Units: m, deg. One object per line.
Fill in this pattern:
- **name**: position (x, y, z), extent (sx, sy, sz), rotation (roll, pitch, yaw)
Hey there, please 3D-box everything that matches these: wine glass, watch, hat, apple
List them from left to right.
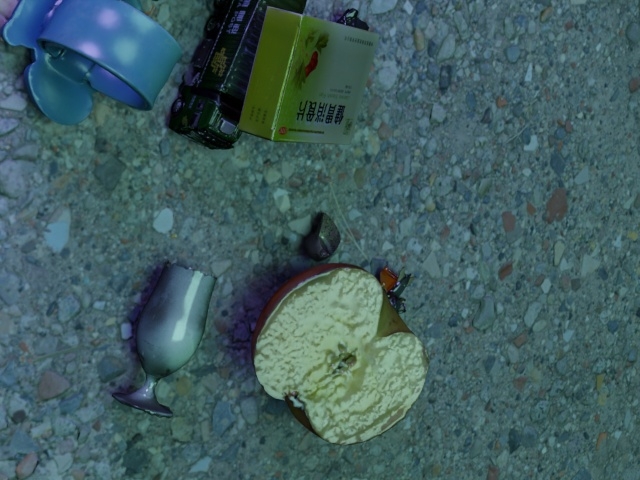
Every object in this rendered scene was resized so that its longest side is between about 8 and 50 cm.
- **watch**: position (-0.287, -0.252, 1.526), extent (0.211, 0.193, 0.211), rotation (-11, 108, -38)
- **wine glass**: position (-0.225, 0.144, 1.739), extent (0.103, 0.103, 0.222), rotation (23, 87, -39)
- **hat**: position (-0.001, -0.002, 1.920), extent (0.058, 0.042, 0.087), rotation (49, 37, -38)
- **apple**: position (0.012, 0.171, 1.889), extent (0.251, 0.163, 0.293), rotation (-39, 109, -9)

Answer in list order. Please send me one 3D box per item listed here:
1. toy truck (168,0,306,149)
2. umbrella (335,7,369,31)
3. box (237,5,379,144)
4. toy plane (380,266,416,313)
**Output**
- **toy truck**: position (-0.121, -0.258, 1.701), extent (0.088, 0.121, 0.259), rotation (25, 85, -38)
- **umbrella**: position (-0.016, -0.267, 1.823), extent (0.236, 0.059, 0.066), rotation (-44, 107, -23)
- **box**: position (-0.012, -0.231, 1.701), extent (0.260, 0.062, 0.175), rotation (-7, 114, -64)
- **toy plane**: position (0.098, 0.128, 2.010), extent (0.188, 0.062, 0.135), rotation (-60, 155, -7)
